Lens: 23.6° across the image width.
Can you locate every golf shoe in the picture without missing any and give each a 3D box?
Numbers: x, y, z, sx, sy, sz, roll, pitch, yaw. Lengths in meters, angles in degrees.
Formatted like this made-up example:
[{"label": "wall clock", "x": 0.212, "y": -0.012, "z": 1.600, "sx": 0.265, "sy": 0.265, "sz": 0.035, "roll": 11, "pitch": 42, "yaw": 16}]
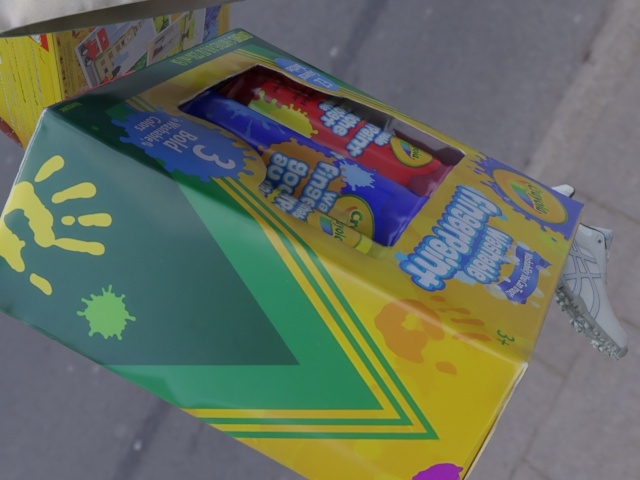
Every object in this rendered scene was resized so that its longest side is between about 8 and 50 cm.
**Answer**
[{"label": "golf shoe", "x": 0.252, "y": 0.027, "z": 1.448, "sx": 0.086, "sy": 0.176, "sz": 0.069, "roll": -34, "pitch": -4, "yaw": -4}]

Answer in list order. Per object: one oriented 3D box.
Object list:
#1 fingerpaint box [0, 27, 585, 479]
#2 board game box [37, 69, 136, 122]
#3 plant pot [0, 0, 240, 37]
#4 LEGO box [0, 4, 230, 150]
[{"label": "fingerpaint box", "x": 0.000, "y": 0.000, "z": 1.233, "sx": 0.163, "sy": 0.371, "sz": 0.445, "roll": -64, "pitch": -7, "yaw": 20}, {"label": "board game box", "x": -0.165, "y": -0.068, "z": 1.683, "sx": 0.145, "sy": 0.281, "sz": 0.027, "roll": -32, "pitch": -19, "yaw": -44}, {"label": "plant pot", "x": -0.124, "y": -0.296, "z": 1.050, "sx": 0.256, "sy": 0.256, "sz": 0.274, "roll": 0, "pitch": 102, "yaw": 58}, {"label": "LEGO box", "x": -0.323, "y": -0.363, "z": 2.330, "sx": 0.372, "sy": 0.193, "sz": 0.500, "roll": -46, "pitch": -16, "yaw": -23}]
